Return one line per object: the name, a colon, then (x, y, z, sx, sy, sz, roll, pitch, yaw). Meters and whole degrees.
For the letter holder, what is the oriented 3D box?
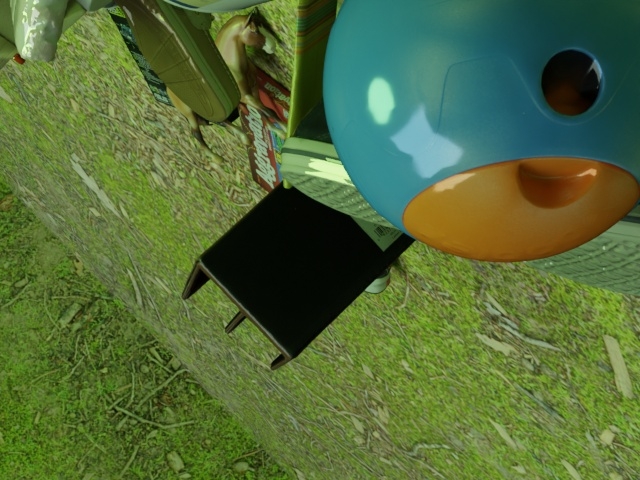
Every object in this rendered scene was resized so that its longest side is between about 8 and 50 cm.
letter holder: (0.000, 0.000, 1.783, 0.152, 0.302, 0.214, 46, 162, 1)

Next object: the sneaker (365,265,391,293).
sneaker: (0.025, -0.004, 2.093, 0.178, 0.072, 0.077, 25, 132, 6)

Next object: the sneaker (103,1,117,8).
sneaker: (-0.352, -0.402, 2.096, 0.275, 0.107, 0.110, 34, -172, 22)

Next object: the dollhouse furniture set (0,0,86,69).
dollhouse furniture set: (-0.426, -0.309, 1.879, 0.262, 0.135, 0.259, 37, -166, -39)

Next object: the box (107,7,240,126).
box: (-0.204, -0.256, 2.106, 0.191, 0.045, 0.184, 24, 146, 50)

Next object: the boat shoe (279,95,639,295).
boat shoe: (0.190, -0.067, 1.458, 0.500, 0.156, 0.187, 17, 166, 32)

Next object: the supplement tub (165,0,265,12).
supplement tub: (-0.054, -0.323, 1.329, 0.228, 0.228, 0.316, 52, 163, -17)

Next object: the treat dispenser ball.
treat dispenser ball: (0.146, -0.126, 1.220, 0.288, 0.288, 0.288, 41, 161, 17)

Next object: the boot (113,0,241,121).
boot: (-0.115, -0.277, 1.614, 0.262, 0.203, 0.095, 57, 151, -10)

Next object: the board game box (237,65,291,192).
board game box: (-0.050, -0.123, 2.078, 0.145, 0.027, 0.281, 40, 161, 24)

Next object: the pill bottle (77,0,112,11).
pill bottle: (-0.330, -0.422, 1.860, 0.278, 0.162, 0.162, 47, 162, 0)

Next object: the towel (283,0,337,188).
towel: (-0.013, -0.180, 1.599, 0.021, 0.102, 0.237, 13, 116, 17)

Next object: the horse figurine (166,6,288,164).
horse figurine: (-0.125, -0.188, 1.960, 0.263, 0.066, 0.174, -8, 124, 53)

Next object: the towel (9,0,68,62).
towel: (-0.271, -0.392, 1.533, 0.317, 0.053, 0.331, -111, 29, -54)
